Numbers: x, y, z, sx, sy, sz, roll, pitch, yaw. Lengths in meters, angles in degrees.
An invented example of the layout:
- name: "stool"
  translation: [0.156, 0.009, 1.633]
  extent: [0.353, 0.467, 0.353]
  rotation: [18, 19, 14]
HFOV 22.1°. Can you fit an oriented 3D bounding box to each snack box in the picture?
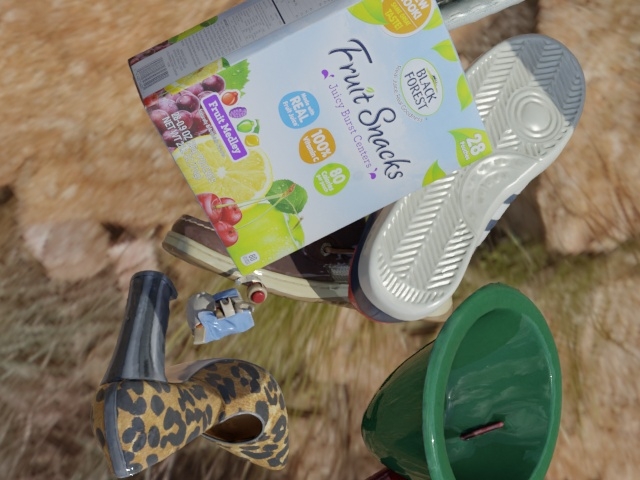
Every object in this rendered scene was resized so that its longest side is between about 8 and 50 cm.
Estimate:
- name: "snack box"
  translation: [-0.003, -0.093, 1.144]
  extent: [0.207, 0.070, 0.174]
  rotation: [-28, 132, 1]

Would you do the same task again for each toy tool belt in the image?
- name: "toy tool belt"
  translation: [-0.086, 0.072, 1.557]
  extent: [0.083, 0.051, 0.052]
  rotation: [-21, 125, -4]

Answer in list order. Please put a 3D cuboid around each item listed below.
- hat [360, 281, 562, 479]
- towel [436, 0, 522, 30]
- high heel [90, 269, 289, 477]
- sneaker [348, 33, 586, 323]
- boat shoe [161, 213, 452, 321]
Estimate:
- name: "hat"
  translation: [0.051, 0.128, 1.205]
  extent: [0.183, 0.208, 0.173]
  rotation: [-2, 123, 39]
- name: "towel"
  translation: [0.130, -0.247, 1.352]
  extent: [0.324, 0.312, 0.056]
  rotation: [-25, 112, -4]
- name: "high heel"
  translation: [-0.104, 0.172, 1.369]
  extent: [0.093, 0.186, 0.261]
  rotation: [-16, 133, 24]
- name: "sneaker"
  translation: [0.134, -0.060, 1.644]
  extent: [0.131, 0.148, 0.350]
  rotation: [40, 68, -2]
- name: "boat shoe"
  translation: [0.000, 0.000, 1.690]
  extent: [0.342, 0.123, 0.123]
  rotation: [12, 92, -28]
